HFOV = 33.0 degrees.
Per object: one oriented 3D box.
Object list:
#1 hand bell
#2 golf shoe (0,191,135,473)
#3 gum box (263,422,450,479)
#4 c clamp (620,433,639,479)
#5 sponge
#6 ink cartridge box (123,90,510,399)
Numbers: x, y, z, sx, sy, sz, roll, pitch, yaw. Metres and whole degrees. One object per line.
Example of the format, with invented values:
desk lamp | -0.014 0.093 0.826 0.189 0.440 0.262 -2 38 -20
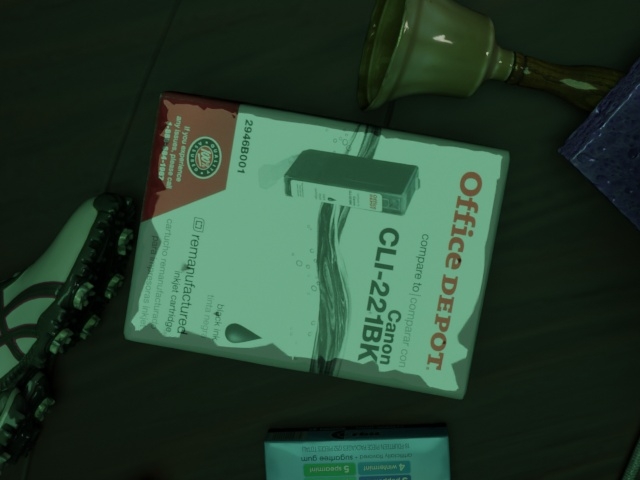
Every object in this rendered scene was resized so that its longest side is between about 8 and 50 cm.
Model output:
hand bell | 0.163 -0.136 0.860 0.242 0.126 0.126 12 97 -10
golf shoe | -0.254 0.066 0.899 0.120 0.105 0.273 32 97 7
gum box | 0.035 0.254 0.929 0.156 0.041 0.185 -2 97 4
c clamp | 0.286 0.189 0.914 0.137 0.022 0.161 26 98 1
sponge | 0.294 -0.112 0.852 0.117 0.031 0.210 36 99 -26
ink cartridge box | 0.000 0.000 0.865 0.272 0.114 0.197 10 97 2
